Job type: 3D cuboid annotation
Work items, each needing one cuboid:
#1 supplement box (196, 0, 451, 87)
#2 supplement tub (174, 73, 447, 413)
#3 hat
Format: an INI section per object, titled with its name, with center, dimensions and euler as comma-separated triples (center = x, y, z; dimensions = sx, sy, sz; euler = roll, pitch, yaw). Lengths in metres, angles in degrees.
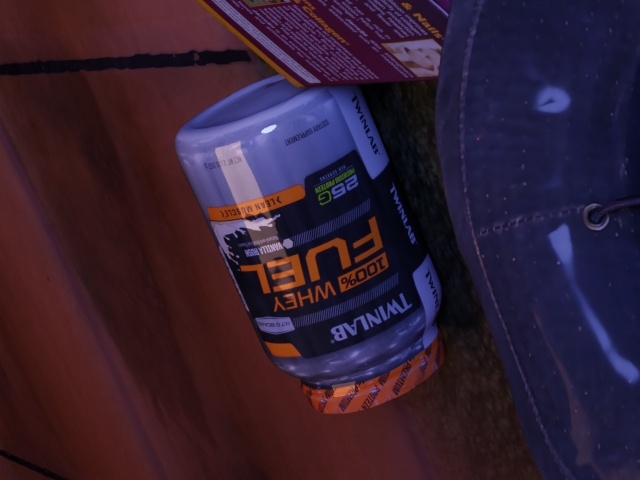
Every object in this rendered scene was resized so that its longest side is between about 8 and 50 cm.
[supplement box]
center = 0.021, -0.138, 0.817
dimensions = 0.104, 0.081, 0.188
euler = 38, 163, -28
[supplement tub]
center = 0.000, 0.000, 0.995
dimensions = 0.117, 0.117, 0.190
euler = 3, 121, 58
[hat]
center = 0.206, -0.023, 0.587
dimensions = 0.331, 0.331, 0.134
euler = 47, -165, 21
